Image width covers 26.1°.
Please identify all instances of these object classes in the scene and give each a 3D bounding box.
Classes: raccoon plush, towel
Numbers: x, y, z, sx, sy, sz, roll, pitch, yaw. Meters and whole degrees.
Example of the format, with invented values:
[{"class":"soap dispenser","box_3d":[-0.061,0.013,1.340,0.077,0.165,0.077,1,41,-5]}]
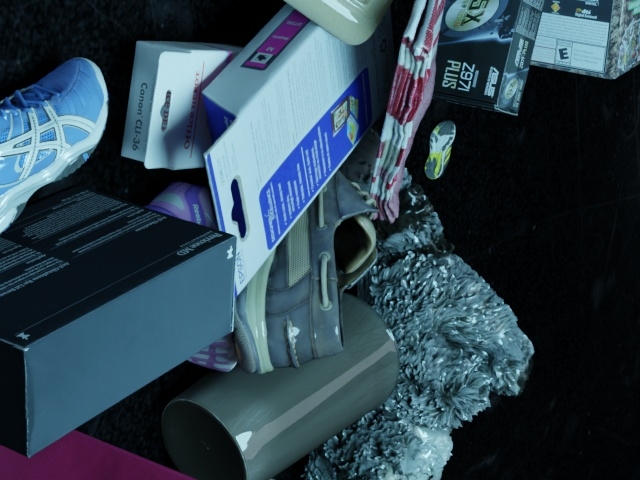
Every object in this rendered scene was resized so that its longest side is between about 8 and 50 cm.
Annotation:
[{"class":"raccoon plush","box_3d":[0.046,0.122,1.692,0.299,0.216,0.446,-39,100,-15]},{"class":"towel","box_3d":[0.108,-0.193,1.457,0.329,0.037,0.237,99,8,-60]}]

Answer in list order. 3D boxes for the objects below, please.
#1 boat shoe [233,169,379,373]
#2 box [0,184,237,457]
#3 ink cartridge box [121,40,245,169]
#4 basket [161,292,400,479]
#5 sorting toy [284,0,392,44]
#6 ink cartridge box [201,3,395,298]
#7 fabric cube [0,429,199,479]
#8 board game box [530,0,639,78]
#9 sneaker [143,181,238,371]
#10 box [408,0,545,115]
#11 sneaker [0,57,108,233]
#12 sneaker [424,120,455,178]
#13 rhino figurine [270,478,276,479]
[{"class":"boat shoe","box_3d":[0.000,0.000,1.469,0.132,0.130,0.355,81,15,-48]},{"class":"box","box_3d":[-0.218,0.055,1.142,0.261,0.184,0.103,-30,128,-51]},{"class":"ink cartridge box","box_3d":[-0.125,-0.132,1.332,0.198,0.067,0.115,-10,112,-60]},{"class":"basket","box_3d":[-0.051,0.176,1.518,0.227,0.204,0.154,-32,86,-42]},{"class":"sorting toy","box_3d":[-0.021,-0.353,1.270,0.307,0.041,0.229,32,92,-27]},{"class":"ink cartridge box","box_3d":[-0.029,-0.125,1.372,0.371,0.069,0.175,-55,148,-42]},{"class":"fabric cube","box_3d":[-0.204,0.333,1.226,0.259,0.258,0.254,-61,150,-22]},{"class":"board game box","box_3d":[0.319,-0.383,1.812,0.141,0.232,0.291,-31,130,-52]},{"class":"sneaker","box_3d":[-0.123,0.034,1.398,0.236,0.095,0.104,74,34,-42]},{"class":"box","box_3d":[0.190,-0.260,1.734,0.077,0.147,0.180,6,99,-61]},{"class":"sneaker","box_3d":[-0.248,-0.084,1.129,0.211,0.080,0.081,-55,149,-33]},{"class":"sneaker","box_3d":[0.163,-0.123,1.880,0.035,0.031,0.083,17,93,-74]},{"class":"rhino figurine","box_3d":[-0.074,0.334,1.639,0.106,0.073,0.243,-58,151,-9]}]
